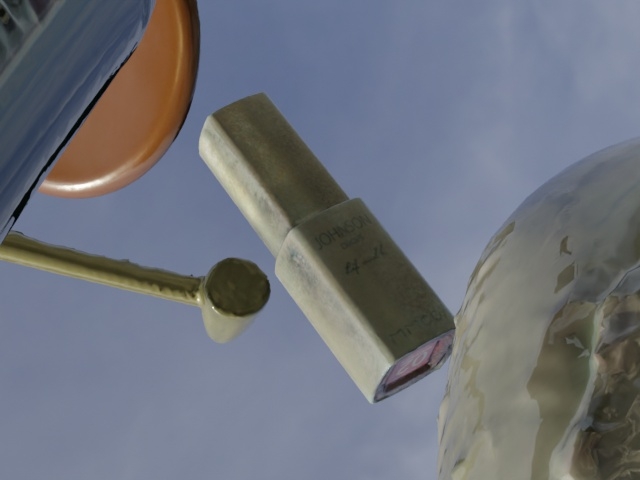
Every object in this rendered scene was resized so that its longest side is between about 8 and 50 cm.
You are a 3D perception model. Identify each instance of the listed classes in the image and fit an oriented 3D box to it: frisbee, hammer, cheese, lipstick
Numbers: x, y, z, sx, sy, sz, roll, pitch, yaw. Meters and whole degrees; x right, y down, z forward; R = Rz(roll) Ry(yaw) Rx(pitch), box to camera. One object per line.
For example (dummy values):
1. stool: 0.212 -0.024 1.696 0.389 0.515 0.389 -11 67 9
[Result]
1. frisbee: -0.198 -0.154 1.194 0.251 0.251 0.021 59 -152 5
2. hammer: -0.121 0.008 0.686 0.195 0.060 0.028 15 -114 -10
3. cheese: 0.123 0.060 0.417 0.198 0.154 0.189 6 -127 -11
4. lipstick: 0.000 0.000 1.213 0.079 0.077 0.253 -27 -112 -27

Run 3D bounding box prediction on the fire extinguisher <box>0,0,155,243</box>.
1. fire extinguisher: -0.096 -0.040 0.339 0.118 0.093 0.294 19 -141 2
